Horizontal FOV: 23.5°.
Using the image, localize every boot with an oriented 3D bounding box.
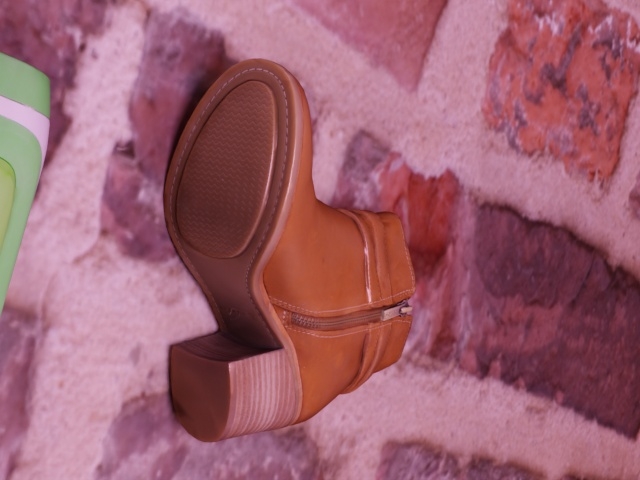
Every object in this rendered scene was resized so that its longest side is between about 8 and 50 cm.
[{"bbox_3d":[0.000,0.000,1.117,0.220,0.109,0.283,-15,113,-48],"label":"boot"}]

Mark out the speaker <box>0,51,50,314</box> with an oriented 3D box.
[{"bbox_3d":[-0.236,0.040,0.812,0.131,0.131,0.296,21,82,-52],"label":"speaker"}]
